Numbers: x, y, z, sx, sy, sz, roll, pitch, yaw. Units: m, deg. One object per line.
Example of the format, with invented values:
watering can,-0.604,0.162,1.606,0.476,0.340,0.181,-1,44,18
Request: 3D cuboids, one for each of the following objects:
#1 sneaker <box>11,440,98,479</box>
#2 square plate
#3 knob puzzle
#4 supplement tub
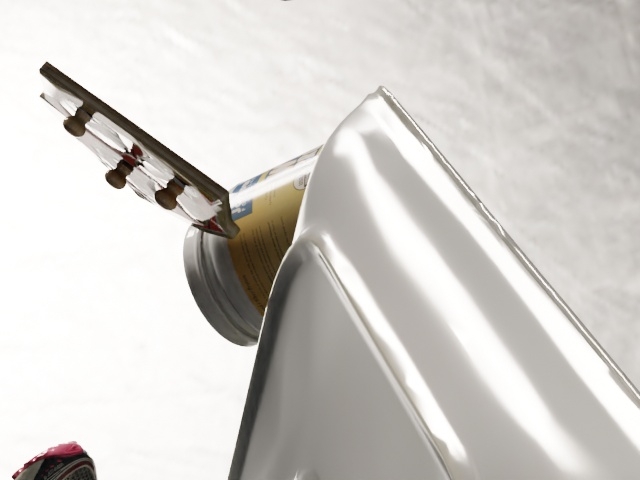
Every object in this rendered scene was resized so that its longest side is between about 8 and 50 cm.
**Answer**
sneaker,-0.227,0.329,1.596,0.112,0.299,0.121,11,16,39
square plate,0.015,0.153,0.682,0.049,0.347,0.344,6,23,-18
knob puzzle,-0.148,-0.053,1.367,0.213,0.213,0.030,22,72,49
supplement tub,0.000,0.000,1.441,0.199,0.144,0.144,-24,29,29
